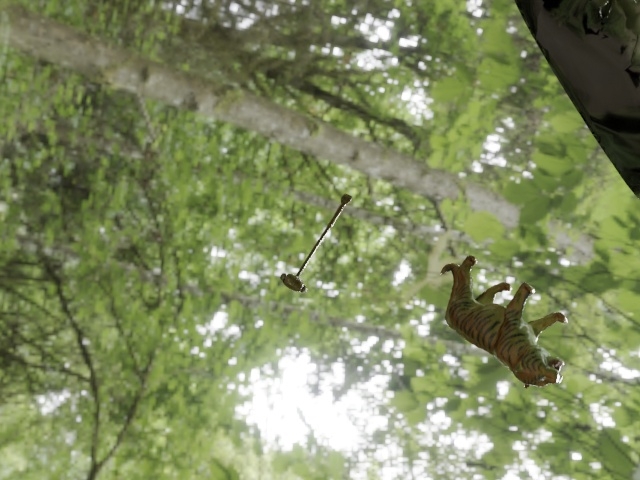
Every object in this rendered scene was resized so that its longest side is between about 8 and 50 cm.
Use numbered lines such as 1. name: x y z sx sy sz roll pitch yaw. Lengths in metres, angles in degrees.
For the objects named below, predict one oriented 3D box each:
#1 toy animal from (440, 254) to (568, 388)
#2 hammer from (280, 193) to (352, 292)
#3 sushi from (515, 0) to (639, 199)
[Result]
1. toy animal: 0.211 0.092 1.138 0.099 0.057 0.241 -49 -140 -7
2. hammer: 0.000 0.000 0.934 0.123 0.029 0.014 -58 -176 -28
3. sushi: 0.291 -0.174 0.565 0.328 0.328 0.285 -34 -174 15
